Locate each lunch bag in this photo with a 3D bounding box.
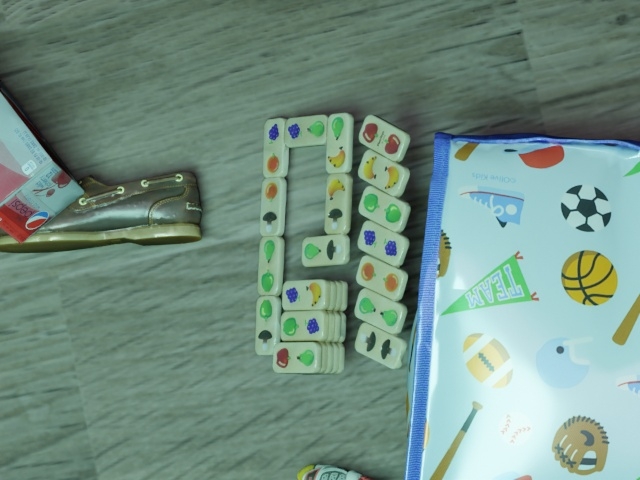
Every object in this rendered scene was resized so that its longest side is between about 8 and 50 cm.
[{"bbox_3d":[0.245,0.098,1.778,0.328,0.239,0.385,4,92,4],"label":"lunch bag"}]

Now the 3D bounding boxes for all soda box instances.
[{"bbox_3d":[-0.339,-0.125,1.857,0.083,0.092,0.263,-40,66,0],"label":"soda box"}]

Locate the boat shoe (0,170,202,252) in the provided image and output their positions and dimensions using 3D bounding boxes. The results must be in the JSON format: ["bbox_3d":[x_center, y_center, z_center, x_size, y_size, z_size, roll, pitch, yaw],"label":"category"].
[{"bbox_3d":[-0.218,-0.027,1.892,0.207,0.073,0.073,-5,83,-5],"label":"boat shoe"}]

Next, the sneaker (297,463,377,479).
[{"bbox_3d":[-0.018,0.318,1.852,0.093,0.088,0.225,23,86,25],"label":"sneaker"}]

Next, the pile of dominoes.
[{"bbox_3d":[0.000,0.000,1.832,0.196,0.040,0.251,-4,82,45],"label":"pile of dominoes"}]
